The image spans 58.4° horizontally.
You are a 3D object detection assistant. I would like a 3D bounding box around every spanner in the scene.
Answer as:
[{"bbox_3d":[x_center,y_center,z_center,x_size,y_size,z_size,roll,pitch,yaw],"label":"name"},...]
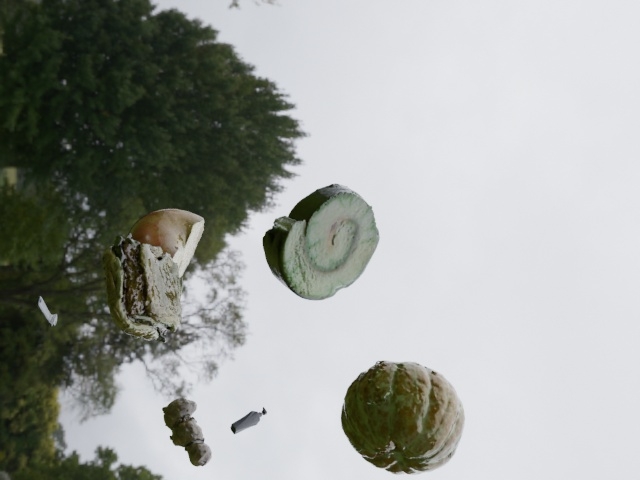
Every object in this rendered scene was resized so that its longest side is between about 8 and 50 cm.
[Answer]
[{"bbox_3d":[-0.797,0.208,1.670,0.208,0.012,0.046,110,-13,-60],"label":"spanner"}]

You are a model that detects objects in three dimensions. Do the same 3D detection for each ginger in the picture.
[{"bbox_3d":[-0.378,0.549,1.637,0.204,0.104,0.080,60,-22,21],"label":"ginger"}]

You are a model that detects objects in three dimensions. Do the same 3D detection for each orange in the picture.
[{"bbox_3d":[0.216,0.475,1.517,0.249,0.329,0.329,-65,178,-52],"label":"orange"}]

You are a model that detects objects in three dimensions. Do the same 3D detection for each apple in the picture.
[{"bbox_3d":[-0.449,0.037,1.549,0.251,0.163,0.293,-60,-177,42],"label":"apple"}]

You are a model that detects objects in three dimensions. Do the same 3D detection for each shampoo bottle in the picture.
[{"bbox_3d":[-0.229,0.580,1.846,0.027,0.137,0.048,-11,-87,45],"label":"shampoo bottle"}]

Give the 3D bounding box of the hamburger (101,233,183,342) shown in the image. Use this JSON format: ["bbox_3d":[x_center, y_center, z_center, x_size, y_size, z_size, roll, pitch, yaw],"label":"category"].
[{"bbox_3d":[-0.346,0.100,1.080,0.206,0.129,0.183,63,12,-66],"label":"hamburger"}]

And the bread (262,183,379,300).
[{"bbox_3d":[0.000,0.000,1.786,0.129,0.381,0.367,33,-72,51],"label":"bread"}]
